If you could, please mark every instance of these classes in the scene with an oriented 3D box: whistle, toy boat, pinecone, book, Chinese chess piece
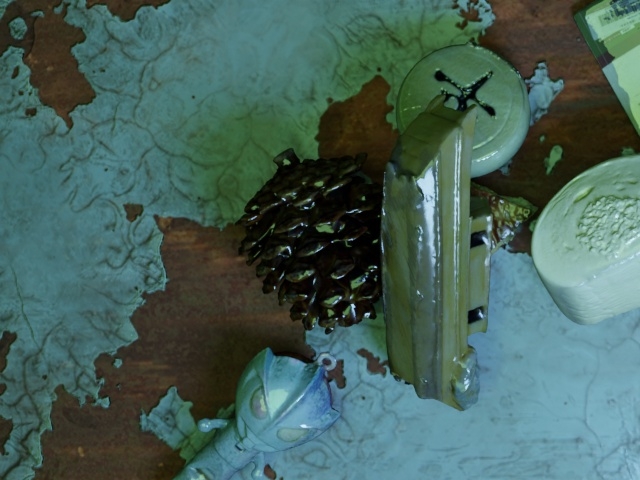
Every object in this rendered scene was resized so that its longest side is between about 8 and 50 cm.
[{"bbox_3d":[-0.096,0.275,1.932,0.142,0.134,0.346,33,117,-27],"label":"whistle"},{"bbox_3d":[0.171,0.026,1.764,0.136,0.162,0.446,28,130,48],"label":"toy boat"},{"bbox_3d":[0.000,0.000,1.838,0.224,0.224,0.273,-17,99,17],"label":"pinecone"},{"bbox_3d":[0.496,-0.232,1.773,0.201,0.026,0.289,-28,84,16],"label":"book"},{"bbox_3d":[0.198,-0.180,1.817,0.188,0.083,0.188,-2,76,9],"label":"Chinese chess piece"}]

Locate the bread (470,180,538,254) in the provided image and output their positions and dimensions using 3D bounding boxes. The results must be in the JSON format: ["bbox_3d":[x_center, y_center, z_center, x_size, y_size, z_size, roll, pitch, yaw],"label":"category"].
[{"bbox_3d":[0.219,-0.012,1.853,0.154,0.054,0.136,19,98,22],"label":"bread"}]

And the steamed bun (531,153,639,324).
[{"bbox_3d":[0.402,-0.007,1.728,0.250,0.200,0.155,-26,60,16],"label":"steamed bun"}]
